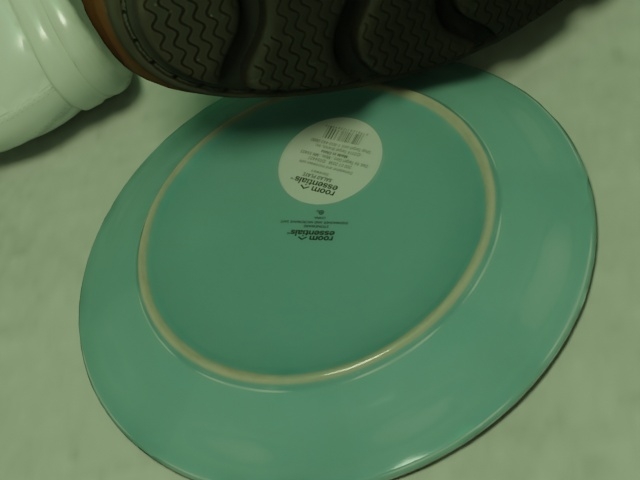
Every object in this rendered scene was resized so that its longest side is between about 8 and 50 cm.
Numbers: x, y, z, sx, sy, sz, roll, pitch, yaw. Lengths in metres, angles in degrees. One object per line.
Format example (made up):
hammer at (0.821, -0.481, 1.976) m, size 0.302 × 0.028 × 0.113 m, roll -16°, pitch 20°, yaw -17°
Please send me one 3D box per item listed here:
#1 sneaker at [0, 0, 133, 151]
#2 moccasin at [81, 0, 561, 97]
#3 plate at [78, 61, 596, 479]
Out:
sneaker at (-0.155, -0.119, 0.693) m, size 0.094 × 0.080 × 0.212 m, roll -33°, pitch 50°, yaw 9°
moccasin at (0.066, -0.184, 0.612) m, size 0.380 × 0.139 × 0.147 m, roll -41°, pitch 48°, yaw -14°
plate at (0.000, 0.000, 0.573) m, size 0.188 × 0.024 × 0.188 m, roll -11°, pitch 52°, yaw 14°
